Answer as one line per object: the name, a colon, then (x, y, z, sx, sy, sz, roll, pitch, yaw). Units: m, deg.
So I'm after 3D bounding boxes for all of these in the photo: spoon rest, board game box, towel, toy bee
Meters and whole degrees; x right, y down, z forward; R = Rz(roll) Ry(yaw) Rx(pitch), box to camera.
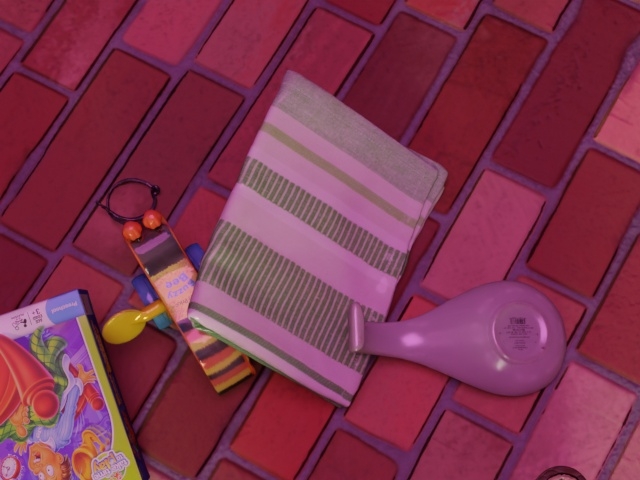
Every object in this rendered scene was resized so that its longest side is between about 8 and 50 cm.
spoon rest: (0.156, 0.109, 1.503, 0.277, 0.084, 0.137, 4, 76, -17)
board game box: (-0.395, 0.220, 1.464, 0.347, 0.078, 0.233, -19, 88, -3)
towel: (0.000, 0.000, 1.516, 0.248, 0.038, 0.324, 31, 71, -22)
toy bee: (-0.185, 0.040, 1.509, 0.298, 0.162, 0.195, 35, 77, 14)

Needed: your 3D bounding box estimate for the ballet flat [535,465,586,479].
ballet flat: (0.226, 0.341, 1.275, 0.084, 0.058, 0.249, 13, 70, 6)
